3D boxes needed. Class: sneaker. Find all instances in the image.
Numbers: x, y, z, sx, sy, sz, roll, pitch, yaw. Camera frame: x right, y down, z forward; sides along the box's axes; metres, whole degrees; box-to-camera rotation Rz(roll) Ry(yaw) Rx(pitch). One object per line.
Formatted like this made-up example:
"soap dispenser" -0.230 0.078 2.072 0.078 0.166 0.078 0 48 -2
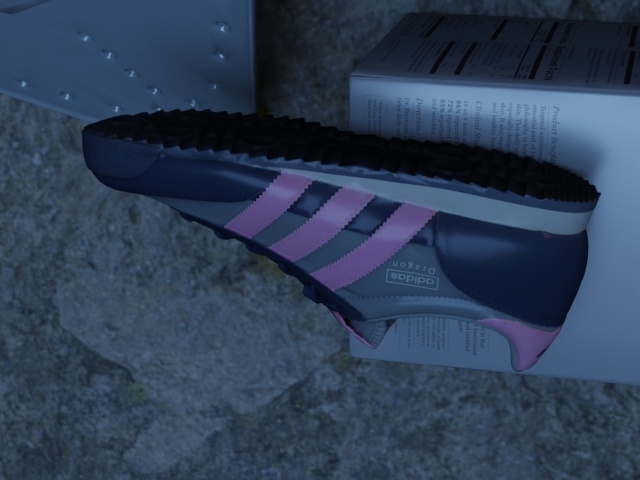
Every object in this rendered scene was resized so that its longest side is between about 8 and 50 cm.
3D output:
"sneaker" 0.000 0.000 0.876 0.319 0.112 0.131 12 110 14

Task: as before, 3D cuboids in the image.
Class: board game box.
"board game box" -0.220 -0.211 0.974 0.390 0.050 0.390 19 156 7

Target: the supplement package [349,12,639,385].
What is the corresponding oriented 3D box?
"supplement package" 0.167 -0.035 0.987 0.262 0.198 0.199 5 111 13
